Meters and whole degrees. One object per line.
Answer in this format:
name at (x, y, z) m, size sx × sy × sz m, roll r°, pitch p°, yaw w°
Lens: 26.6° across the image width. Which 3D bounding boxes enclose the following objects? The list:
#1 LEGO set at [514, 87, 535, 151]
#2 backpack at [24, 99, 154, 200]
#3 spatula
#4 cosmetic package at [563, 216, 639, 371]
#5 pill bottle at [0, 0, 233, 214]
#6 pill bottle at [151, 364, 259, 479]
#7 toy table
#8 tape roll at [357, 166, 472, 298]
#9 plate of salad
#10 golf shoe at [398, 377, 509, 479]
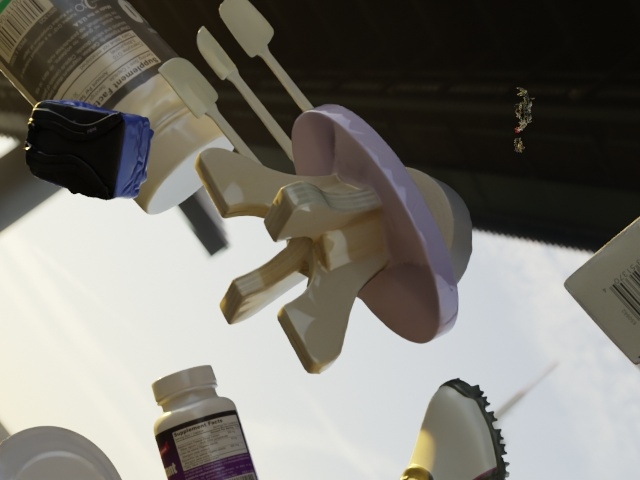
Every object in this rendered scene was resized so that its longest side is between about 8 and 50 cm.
LEGO set at (0.253, -0.150, 1.671) m, size 0.023 × 0.054 × 0.083 m, roll 1°, pitch -43°, yaw 6°
backpack at (-0.244, -0.095, 1.421) m, size 0.120 × 0.098 × 0.101 m, roll 13°, pitch 4°, yaw 18°
spatula at (-0.087, -0.190, 1.791) m, size 0.019 × 0.168 × 0.242 m, roll -5°, pitch -48°, yaw 53°
cosmetic package at (0.404, 0.084, 1.546) m, size 0.129 × 0.153 × 0.296 m, roll 52°, pitch 9°, yaw 28°
pill bottle at (-0.300, -0.221, 1.924) m, size 0.361 × 0.204 × 0.204 m, roll 47°, pitch -19°, yaw 9°
pill bottle at (-0.143, 0.256, 1.656) m, size 0.108 × 0.108 × 0.193 m, roll 122°, pitch -49°, yaw -70°
toy table at (0.000, 0.000, 1.360) m, size 0.274 × 0.161 × 0.252 m, roll 53°, pitch -32°, yaw 27°
tape roll at (0.125, -0.001, 2.102) m, size 0.219 × 0.219 × 0.072 m, roll 39°, pitch 10°, yaw 33°
plate of salad at (-0.277, 0.290, 1.390) m, size 0.048 × 0.200 × 0.200 m, roll -24°, pitch -74°, yaw 39°
golf shoe at (0.094, 0.259, 1.222) m, size 0.105 × 0.120 × 0.273 m, roll 3°, pitch -96°, yaw 62°
